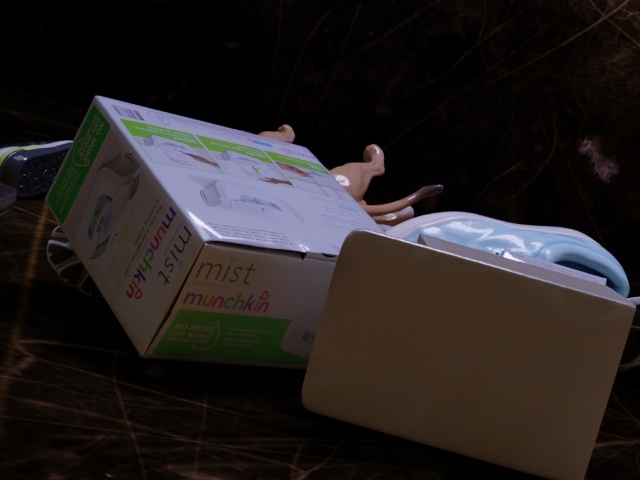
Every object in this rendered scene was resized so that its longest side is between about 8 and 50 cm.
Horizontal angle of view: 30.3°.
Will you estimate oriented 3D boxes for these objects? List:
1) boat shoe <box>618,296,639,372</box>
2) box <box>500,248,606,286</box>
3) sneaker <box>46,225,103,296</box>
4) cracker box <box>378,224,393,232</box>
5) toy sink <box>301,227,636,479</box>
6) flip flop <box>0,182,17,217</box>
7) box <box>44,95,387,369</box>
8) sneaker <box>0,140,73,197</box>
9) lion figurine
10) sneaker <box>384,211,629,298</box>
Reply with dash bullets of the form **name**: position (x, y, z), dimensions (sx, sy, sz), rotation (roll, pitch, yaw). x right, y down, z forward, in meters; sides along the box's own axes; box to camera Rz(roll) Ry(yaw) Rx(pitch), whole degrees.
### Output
- **boat shoe**: position (0.427, 0.131, 1.571), dimensions (0.302, 0.091, 0.114), rotation (4, -19, -45)
- **box**: position (0.249, 0.090, 1.343), dimensions (0.126, 0.072, 0.137), rotation (17, 39, 7)
- **sneaker**: position (-0.188, 0.033, 1.152), dimensions (0.169, 0.068, 0.071), rotation (22, -12, -23)
- **cracker box**: position (0.084, -0.003, 2.006), dimensions (0.155, 0.067, 0.232), rotation (18, 6, 11)
- **toy sink**: position (0.114, 0.084, 0.974), dimensions (0.234, 0.153, 0.131), rotation (15, 6, 0)
- **flip flop**: position (-0.332, -0.003, 1.012), dimensions (0.112, 0.080, 0.277), rotation (19, 21, -15)
- **box**: position (-0.075, -0.003, 1.074), dimensions (0.262, 0.127, 0.231), rotation (10, 29, -43)
- **sneaker**: position (-0.408, -0.110, 1.660), dimensions (0.097, 0.084, 0.234), rotation (16, 6, 16)
- **lion figurine**: position (-0.036, -0.089, 1.787), dimensions (0.392, 0.142, 0.240), rotation (9, 15, 28)
- **sneaker**: position (0.242, 0.040, 1.571), dimensions (0.365, 0.135, 0.150), rotation (-3, 15, -15)
